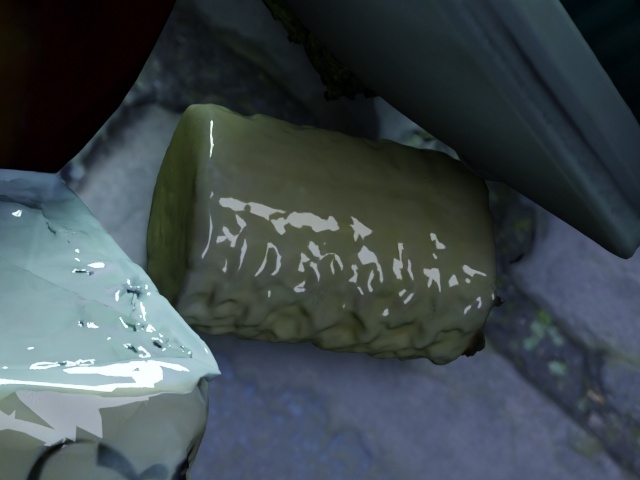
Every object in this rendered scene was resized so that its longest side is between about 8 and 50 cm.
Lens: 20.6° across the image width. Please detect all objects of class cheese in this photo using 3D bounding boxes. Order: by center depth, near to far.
[{"bbox_3d":[0.000,0.000,0.908,0.167,0.094,0.123,10,59,-19],"label":"cheese"}]

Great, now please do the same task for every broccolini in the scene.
[{"bbox_3d":[-0.045,-0.170,0.963,0.054,0.051,0.239,-41,95,20],"label":"broccolini"}]

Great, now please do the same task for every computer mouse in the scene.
[{"bbox_3d":[0.048,-0.110,0.843,0.095,0.197,0.331,-40,123,3],"label":"computer mouse"}]

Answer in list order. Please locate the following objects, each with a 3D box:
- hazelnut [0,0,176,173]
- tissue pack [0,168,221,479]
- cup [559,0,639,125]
[{"bbox_3d":[-0.246,-0.192,0.699,0.402,0.429,0.402,-10,61,18],"label":"hazelnut"},{"bbox_3d":[-0.235,0.190,0.618,0.332,0.205,0.404,-1,113,-24],"label":"tissue pack"},{"bbox_3d":[0.206,-0.171,0.926,0.308,0.292,0.242,-19,86,-24],"label":"cup"}]
